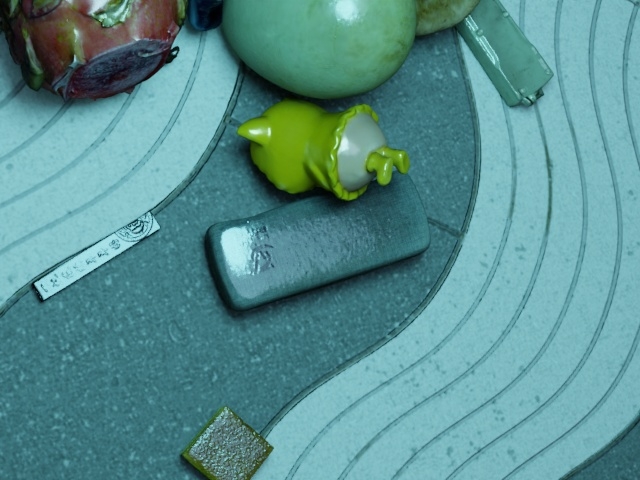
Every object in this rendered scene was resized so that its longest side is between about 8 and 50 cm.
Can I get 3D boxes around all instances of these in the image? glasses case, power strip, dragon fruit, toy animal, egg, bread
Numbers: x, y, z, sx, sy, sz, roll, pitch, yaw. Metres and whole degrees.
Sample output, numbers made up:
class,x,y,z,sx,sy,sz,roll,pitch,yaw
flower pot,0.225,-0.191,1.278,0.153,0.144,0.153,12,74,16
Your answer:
class,x,y,z,sx,sy,sz,roll,pitch,yaw
glasses case,0.000,0.000,1.733,0.323,0.074,0.131,-17,86,-20
power strip,0.254,-0.334,1.885,0.080,0.048,0.286,-37,94,-22
dragon fruit,-0.313,-0.342,1.599,0.269,0.250,0.291,-18,74,-25
toy animal,0.008,-0.130,1.684,0.230,0.156,0.156,18,72,24
egg,-0.009,-0.309,1.686,0.218,0.295,0.218,-30,126,-52
bread,-0.128,0.288,1.664,0.094,0.035,0.090,42,72,-9

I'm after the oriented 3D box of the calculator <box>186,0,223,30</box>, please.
class,x,y,z,sx,sy,sz,roll,pitch,yaw
calculator,-0.162,-0.411,1.636,0.051,0.293,0.173,-10,62,-14

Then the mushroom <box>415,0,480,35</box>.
class,x,y,z,sx,sy,sz,roll,pitch,yaw
mushroom,0.126,-0.435,1.788,0.278,0.146,0.278,0,92,14

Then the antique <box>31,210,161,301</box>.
class,x,y,z,sx,sy,sz,roll,pitch,yaw
antique,-0.304,0.021,1.658,0.192,0.015,0.031,-34,93,-20
